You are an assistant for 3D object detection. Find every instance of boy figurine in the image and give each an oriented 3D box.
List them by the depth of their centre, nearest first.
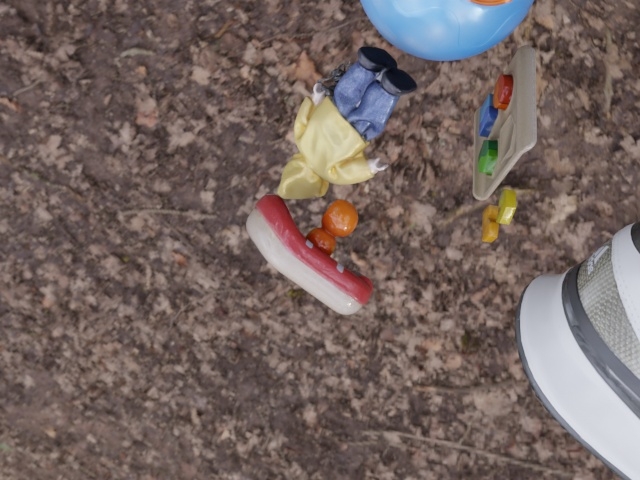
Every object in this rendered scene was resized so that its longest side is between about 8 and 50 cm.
[{"bbox_3d":[0.032,-0.159,1.167,0.177,0.092,0.285,47,123,15],"label":"boy figurine"}]

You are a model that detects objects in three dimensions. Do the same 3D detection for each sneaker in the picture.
[{"bbox_3d":[0.363,0.128,0.446,0.447,0.169,0.257,39,133,-7],"label":"sneaker"}]

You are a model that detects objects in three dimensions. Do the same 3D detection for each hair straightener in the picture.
[{"bbox_3d":[0.037,-0.327,1.509,0.047,0.230,0.089,20,101,14],"label":"hair straightener"}]

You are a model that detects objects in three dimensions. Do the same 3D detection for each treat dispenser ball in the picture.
[{"bbox_3d":[0.196,-0.424,1.133,0.287,0.288,0.288,6,119,11],"label":"treat dispenser ball"}]

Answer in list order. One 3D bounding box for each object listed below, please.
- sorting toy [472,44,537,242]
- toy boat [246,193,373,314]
[{"bbox_3d":[0.322,-0.167,1.335,0.041,0.308,0.229,9,158,-8],"label":"sorting toy"},{"bbox_3d":[0.000,0.000,1.156,0.231,0.151,0.151,37,89,-16],"label":"toy boat"}]
